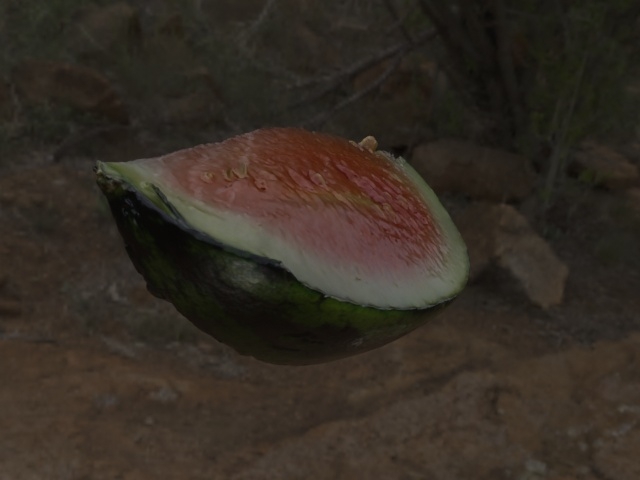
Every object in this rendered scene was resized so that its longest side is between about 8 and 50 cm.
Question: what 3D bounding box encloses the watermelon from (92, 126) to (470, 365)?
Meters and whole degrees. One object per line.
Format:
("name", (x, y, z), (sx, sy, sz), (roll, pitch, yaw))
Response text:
("watermelon", (0.003, -0.004, 0.504), (0.245, 0.063, 0.119), (-8, 67, -54))
